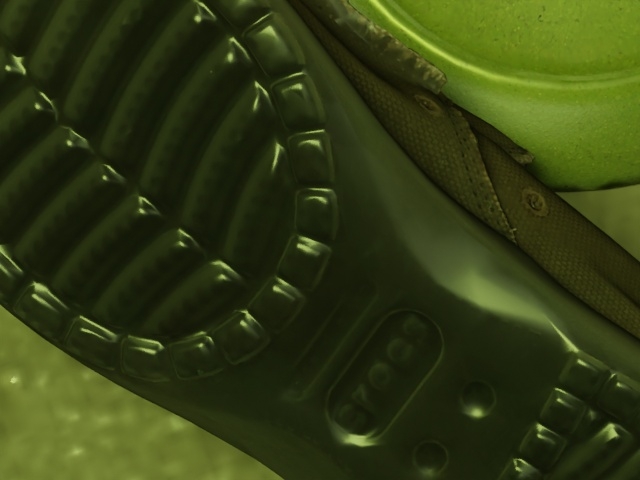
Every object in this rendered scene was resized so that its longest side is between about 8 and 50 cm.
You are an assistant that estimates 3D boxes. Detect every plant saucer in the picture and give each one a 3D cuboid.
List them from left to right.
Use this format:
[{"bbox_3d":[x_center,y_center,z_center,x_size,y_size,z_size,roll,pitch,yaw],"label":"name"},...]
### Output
[{"bbox_3d":[0.087,-0.139,0.653,0.241,0.037,0.241,0,84,3],"label":"plant saucer"}]

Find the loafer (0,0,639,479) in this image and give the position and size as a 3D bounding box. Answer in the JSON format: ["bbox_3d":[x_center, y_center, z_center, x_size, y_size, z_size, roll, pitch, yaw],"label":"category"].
[{"bbox_3d":[0.000,0.000,0.602,0.366,0.130,0.134,43,109,-1],"label":"loafer"}]
